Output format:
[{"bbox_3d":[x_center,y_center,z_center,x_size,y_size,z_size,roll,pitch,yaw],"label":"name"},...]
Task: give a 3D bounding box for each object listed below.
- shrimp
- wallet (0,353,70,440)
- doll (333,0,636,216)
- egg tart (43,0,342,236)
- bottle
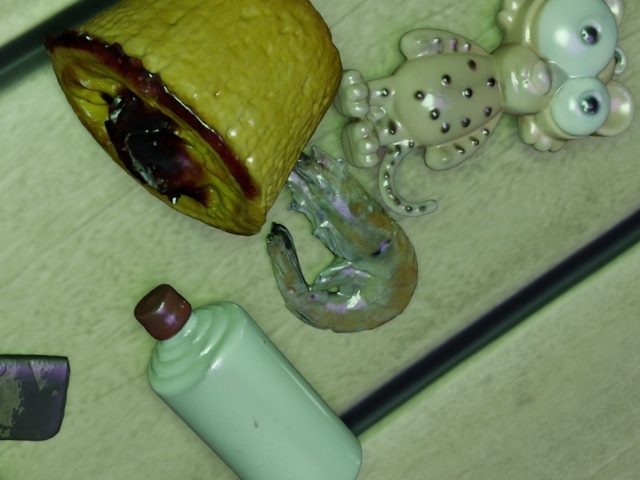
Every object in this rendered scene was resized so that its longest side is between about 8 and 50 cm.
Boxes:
[{"bbox_3d":[0.000,0.000,1.130,0.126,0.047,0.223,-40,118,3],"label":"shrimp"},{"bbox_3d":[-0.289,0.130,1.057,0.156,0.018,0.082,6,103,-25],"label":"wallet"},{"bbox_3d":[0.148,-0.129,1.114,0.278,0.119,0.154,-24,101,-13],"label":"doll"},{"bbox_3d":[-0.093,-0.116,0.979,0.171,0.215,0.215,-51,118,-20],"label":"egg tart"},{"bbox_3d":[-0.070,0.132,1.102,0.104,0.104,0.245,-42,116,-7],"label":"bottle"}]
